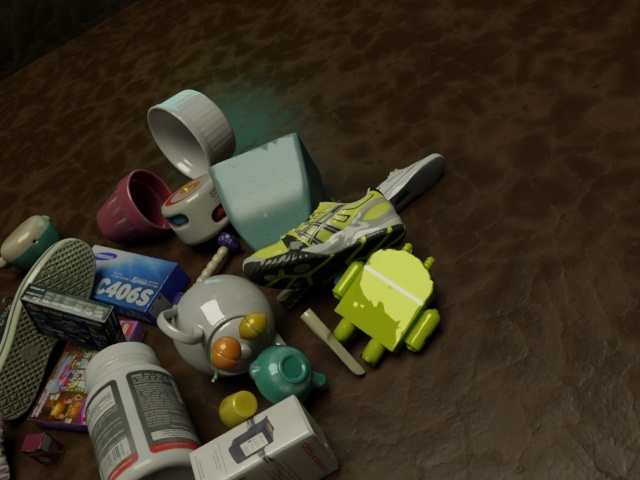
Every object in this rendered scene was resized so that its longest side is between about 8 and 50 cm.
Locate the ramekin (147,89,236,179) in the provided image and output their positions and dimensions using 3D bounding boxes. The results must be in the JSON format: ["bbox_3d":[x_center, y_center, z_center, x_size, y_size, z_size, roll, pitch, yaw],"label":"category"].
[{"bbox_3d":[-0.391,-0.329,2.035,0.277,0.277,0.135,21,54,38],"label":"ramekin"}]

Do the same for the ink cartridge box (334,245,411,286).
[{"bbox_3d":[0.133,0.073,1.564,0.181,0.062,0.104,-4,51,23],"label":"ink cartridge box"}]

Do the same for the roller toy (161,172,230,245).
[{"bbox_3d":[-0.339,-0.094,1.844,0.209,0.146,0.191,-32,22,1],"label":"roller toy"}]

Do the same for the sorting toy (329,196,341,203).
[{"bbox_3d":[0.059,-0.070,1.731,0.042,0.061,0.102,-18,72,-9],"label":"sorting toy"}]

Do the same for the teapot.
[{"bbox_3d":[-0.205,0.208,1.462,0.256,0.253,0.187,-26,30,-16],"label":"teapot"}]

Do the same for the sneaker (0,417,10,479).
[{"bbox_3d":[-0.804,0.543,1.584,0.095,0.104,0.237,1,60,-29],"label":"sneaker"}]

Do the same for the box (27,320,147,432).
[{"bbox_3d":[-0.589,0.339,1.675,0.200,0.057,0.293,-2,50,22],"label":"box"}]

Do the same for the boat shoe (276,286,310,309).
[{"bbox_3d":[-0.048,0.117,1.629,0.133,0.042,0.049,-43,21,-15],"label":"boat shoe"}]

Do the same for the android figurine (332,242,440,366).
[{"bbox_3d":[0.147,0.133,1.452,0.248,0.056,0.273,31,85,27],"label":"android figurine"}]

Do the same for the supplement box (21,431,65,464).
[{"bbox_3d":[-0.653,0.492,1.552,0.054,0.083,0.043,-13,46,17],"label":"supplement box"}]

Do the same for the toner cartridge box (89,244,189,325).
[{"bbox_3d":[-0.548,0.120,1.840,0.347,0.075,0.165,9,55,32],"label":"toner cartridge box"}]

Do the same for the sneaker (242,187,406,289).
[{"bbox_3d":[0.000,0.000,1.536,0.384,0.145,0.147,-18,62,-3],"label":"sneaker"}]

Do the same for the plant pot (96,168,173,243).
[{"bbox_3d":[-0.557,-0.084,1.957,0.180,0.201,0.201,-27,42,23],"label":"plant pot"}]

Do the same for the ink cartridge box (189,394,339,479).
[{"bbox_3d":[-0.105,0.430,1.281,0.237,0.172,0.100,-29,45,-1],"label":"ink cartridge box"}]

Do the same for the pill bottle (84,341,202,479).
[{"bbox_3d":[-0.388,0.400,1.418,0.210,0.210,0.363,-33,45,-5],"label":"pill bottle"}]

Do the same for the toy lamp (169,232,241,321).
[{"bbox_3d":[-0.310,0.102,1.740,0.080,0.080,0.275,11,57,32],"label":"toy lamp"}]

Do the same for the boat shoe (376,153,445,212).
[{"bbox_3d":[0.208,-0.149,1.703,0.258,0.095,0.084,-37,50,-10],"label":"boat shoe"}]

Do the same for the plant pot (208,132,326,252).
[{"bbox_3d":[-0.108,-0.077,1.698,0.247,0.247,0.252,-21,66,7],"label":"plant pot"}]

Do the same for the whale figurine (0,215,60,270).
[{"bbox_3d":[-0.924,0.020,2.095,0.272,0.141,0.216,-5,44,55],"label":"whale figurine"}]

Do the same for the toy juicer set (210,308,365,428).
[{"bbox_3d":[-0.088,0.248,1.388,0.328,0.089,0.209,-14,69,-34],"label":"toy juicer set"}]

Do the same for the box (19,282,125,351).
[{"bbox_3d":[-0.598,0.195,1.597,0.220,0.175,0.051,14,54,6],"label":"box"}]

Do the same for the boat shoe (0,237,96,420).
[{"bbox_3d":[-0.763,0.219,1.739,0.156,0.186,0.501,10,73,44],"label":"boat shoe"}]
